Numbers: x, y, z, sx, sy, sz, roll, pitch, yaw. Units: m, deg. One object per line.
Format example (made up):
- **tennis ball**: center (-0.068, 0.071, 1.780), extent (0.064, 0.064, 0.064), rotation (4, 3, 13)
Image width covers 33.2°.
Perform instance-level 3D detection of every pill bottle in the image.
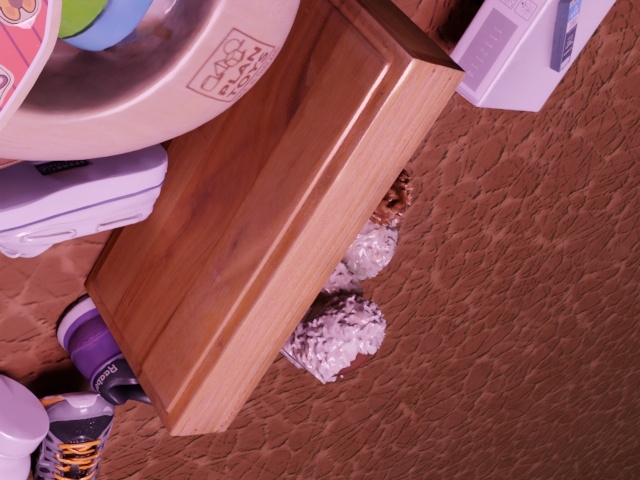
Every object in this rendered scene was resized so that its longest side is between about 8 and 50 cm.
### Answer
- **pill bottle**: center (-0.369, 0.239, 1.071), extent (0.216, 0.121, 0.121), rotation (-49, 145, 16)

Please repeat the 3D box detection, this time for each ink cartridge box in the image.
- **ink cartridge box**: center (0.277, -0.267, 1.084), extent (0.261, 0.066, 0.296), rotation (-8, 136, -54)

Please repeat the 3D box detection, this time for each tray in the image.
- **tray**: center (-0.063, -0.042, 0.953), extent (0.076, 0.203, 0.411), rotation (6, 127, -46)

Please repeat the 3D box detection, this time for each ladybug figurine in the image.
- **ladybug figurine**: center (-0.194, -0.205, 0.680), extent (0.305, 0.162, 0.449), rotation (-48, 144, 16)

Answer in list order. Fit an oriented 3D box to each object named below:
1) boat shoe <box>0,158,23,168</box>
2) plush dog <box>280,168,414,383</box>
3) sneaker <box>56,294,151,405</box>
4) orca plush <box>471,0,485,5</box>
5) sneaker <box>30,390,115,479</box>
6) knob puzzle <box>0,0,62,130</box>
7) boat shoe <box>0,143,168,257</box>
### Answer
- **boat shoe**: center (-0.207, -0.100, 0.879), extent (0.178, 0.064, 0.060), rotation (-31, 143, -16)
- **plush dog**: center (0.000, 0.000, 1.111), extent (0.225, 0.210, 0.262), rotation (-49, -176, -7)
- **sneaker**: center (-0.142, 0.137, 1.159), extent (0.283, 0.124, 0.107), rotation (6, 126, -46)
- **orca plush**: center (0.097, -0.276, 0.919), extent (0.151, 0.102, 0.287), rotation (-43, 146, 6)
- **sneaker**: center (-0.263, 0.224, 1.142), extent (0.084, 0.083, 0.215), rotation (-1, 147, -21)
- **knob puzzle**: center (-0.223, -0.113, 0.592), extent (0.213, 0.030, 0.213), rotation (-24, 144, -19)
- **boat shoe**: center (-0.246, -0.025, 0.903), extent (0.258, 0.095, 0.084), rotation (-11, 133, -32)
